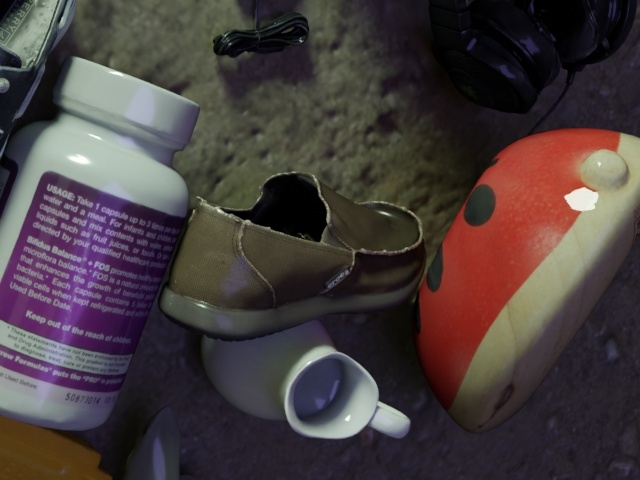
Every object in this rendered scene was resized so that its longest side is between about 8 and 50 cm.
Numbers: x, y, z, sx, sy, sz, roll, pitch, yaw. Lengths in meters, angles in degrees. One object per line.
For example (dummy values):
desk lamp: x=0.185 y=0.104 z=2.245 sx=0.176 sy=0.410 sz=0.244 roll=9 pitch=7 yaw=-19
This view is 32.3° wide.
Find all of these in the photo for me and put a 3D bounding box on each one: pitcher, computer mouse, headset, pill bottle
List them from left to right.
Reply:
pill bottle: x=-0.215 y=-0.001 z=0.978 sx=0.169 sy=0.169 sz=0.302 roll=20 pitch=93 yaw=-36
computer mouse: x=-0.056 y=-0.277 z=1.080 sx=0.106 sy=0.042 sz=0.193 roll=-9 pitch=109 yaw=-30
pitcher: x=-0.018 y=0.137 z=1.123 sx=0.177 sy=0.207 sz=0.125 roll=32 pitch=85 yaw=-36
headset: x=0.258 y=-0.220 z=1.214 sx=0.243 sy=0.185 sz=0.394 roll=-33 pitch=127 yaw=-21

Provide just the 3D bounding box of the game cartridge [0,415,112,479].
game cartridge: x=-0.381 y=0.291 z=1.026 sx=0.285 sy=0.052 sz=0.324 roll=35 pitch=84 yaw=-35

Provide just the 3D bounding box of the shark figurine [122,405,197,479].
shark figurine: x=-0.128 y=0.316 z=1.138 sx=0.166 sy=0.116 sz=0.278 roll=-48 pitch=132 yaw=-17

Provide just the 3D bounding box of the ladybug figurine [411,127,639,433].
ladybug figurine: x=0.212 y=0.033 z=1.180 sx=0.305 sy=0.162 sz=0.449 roll=-50 pitch=167 yaw=-34

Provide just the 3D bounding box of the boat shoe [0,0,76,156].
boat shoe: x=-0.275 y=-0.129 z=0.881 sx=0.108 sy=0.102 sz=0.301 roll=31 pitch=64 yaw=-10

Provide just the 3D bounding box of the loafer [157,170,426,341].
loafer: x=0.000 y=0.000 z=1.082 sx=0.366 sy=0.133 sz=0.130 roll=-17 pitch=123 yaw=-55
